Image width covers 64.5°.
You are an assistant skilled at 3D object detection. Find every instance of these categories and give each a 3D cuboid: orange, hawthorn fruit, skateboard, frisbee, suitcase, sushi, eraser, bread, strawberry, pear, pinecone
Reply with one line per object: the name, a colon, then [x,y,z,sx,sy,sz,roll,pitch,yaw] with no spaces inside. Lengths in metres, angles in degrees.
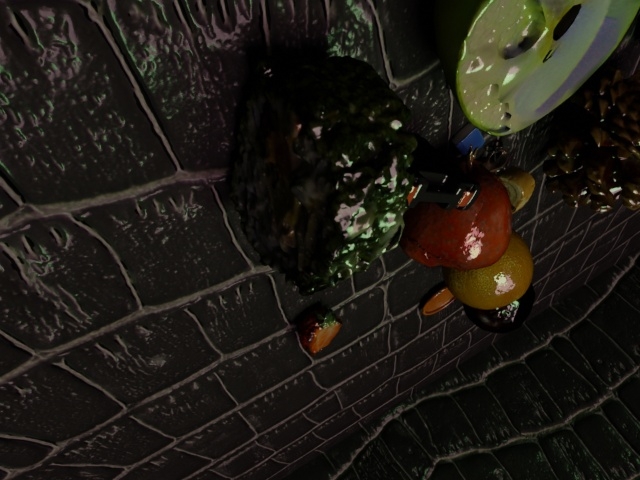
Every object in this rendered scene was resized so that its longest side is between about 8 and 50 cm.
orange: [0.501,0.075,1.537,0.274,0.274,0.274,-24,148,-17]
hawthorn fruit: [0.320,-0.077,1.181,0.275,0.276,0.308,-10,128,-35]
skateboard: [0.418,-0.194,1.297,0.151,0.067,0.080,-36,139,-9]
frisbee: [0.452,0.207,1.889,0.191,0.035,0.192,-24,148,-17]
suitcase: [0.161,-0.140,0.972,0.285,0.206,0.066,-1,131,-43]
sushi: [-0.003,-0.091,0.804,0.178,0.294,0.352,-18,144,-33]
eraser: [0.347,-0.234,1.194,0.063,0.027,0.084,-44,148,13]
bread: [0.506,-0.136,1.392,0.073,0.122,0.149,-34,155,-24]
strawberry: [-0.009,0.256,1.470,0.140,0.085,0.192,-41,155,-4]
pear: [0.337,-0.383,0.846,0.398,0.165,0.399,-24,147,-17]
pinecone: [0.737,-0.231,1.316,0.384,0.385,0.385,-24,148,-17]

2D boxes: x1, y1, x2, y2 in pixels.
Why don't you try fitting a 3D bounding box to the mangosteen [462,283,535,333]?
mangosteen: [0.682,0.212,1.928,0.287,0.233,0.288,-21,120,-41]
